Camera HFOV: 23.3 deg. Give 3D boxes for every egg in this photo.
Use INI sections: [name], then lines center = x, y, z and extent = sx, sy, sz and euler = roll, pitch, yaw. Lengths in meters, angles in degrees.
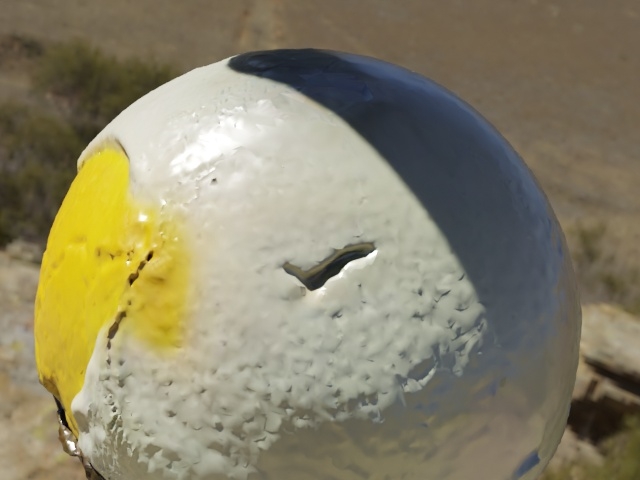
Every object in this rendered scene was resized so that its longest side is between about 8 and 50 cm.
[egg]
center = 0.000, 0.000, 0.835
extent = 0.337, 0.201, 0.337
euler = 4, 43, -4
